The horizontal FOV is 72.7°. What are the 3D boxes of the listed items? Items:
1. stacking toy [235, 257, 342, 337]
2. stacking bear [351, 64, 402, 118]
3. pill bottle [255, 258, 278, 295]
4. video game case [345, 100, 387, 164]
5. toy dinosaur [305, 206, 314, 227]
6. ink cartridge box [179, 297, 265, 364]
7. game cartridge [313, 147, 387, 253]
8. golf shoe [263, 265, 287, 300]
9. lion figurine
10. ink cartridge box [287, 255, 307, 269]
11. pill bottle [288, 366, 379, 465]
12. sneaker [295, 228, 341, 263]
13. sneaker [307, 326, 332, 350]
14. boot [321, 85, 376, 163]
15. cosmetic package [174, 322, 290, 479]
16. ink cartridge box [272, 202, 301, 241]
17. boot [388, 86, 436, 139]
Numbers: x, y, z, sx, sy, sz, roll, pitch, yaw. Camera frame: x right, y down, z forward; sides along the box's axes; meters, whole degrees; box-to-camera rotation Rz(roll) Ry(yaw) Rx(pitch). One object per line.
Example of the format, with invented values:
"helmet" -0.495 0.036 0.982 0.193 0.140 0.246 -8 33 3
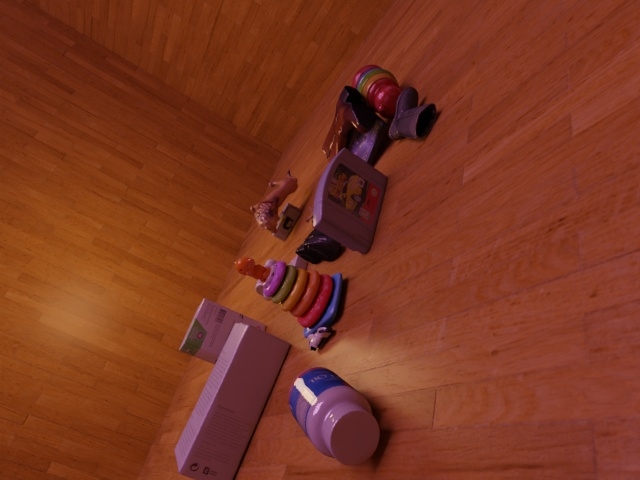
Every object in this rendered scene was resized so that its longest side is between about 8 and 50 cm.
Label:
"stacking toy" -0.100 0.124 1.208 0.175 0.301 0.166 -48 20 41
"stacking bear" 0.222 -0.531 1.584 0.175 0.164 0.289 -24 34 3
"pill bottle" -0.232 0.165 1.952 0.087 0.087 0.160 -47 21 41
"video game case" 0.136 -0.392 1.584 0.274 0.026 0.196 58 137 44
"toy dinosaur" -0.013 -0.100 1.816 0.093 0.053 0.183 -49 20 -15
"ink cartridge box" -0.381 0.381 1.711 0.115 0.272 0.199 -46 21 49
"game cartridge" 0.084 -0.126 1.254 0.060 0.195 0.295 -41 26 53
"golf shoe" -0.183 0.183 1.814 0.176 0.069 0.086 -60 22 8
"lion figurine" -0.214 -0.215 2.188 0.240 0.142 0.393 -1 57 62
"ink cartridge box" -0.099 0.131 1.656 0.088 0.052 0.123 -45 24 45
"pill bottle" 0.023 0.324 0.814 0.124 0.124 0.221 -64 17 -9
"sneaker" 0.000 0.000 1.486 0.130 0.109 0.286 -59 17 -15
"sneaker" 0.002 0.262 1.160 0.109 0.040 0.044 -49 36 48
"boot" 0.081 -0.370 1.560 0.281 0.096 0.264 -65 36 37
"cosmetic package" -0.285 0.506 1.398 0.454 0.161 0.230 -66 16 -16
"ink cartridge box" -0.180 -0.099 2.263 0.175 0.072 0.127 -59 16 9
"boot" 0.282 -0.387 1.303 0.208 0.075 0.190 -148 73 -81
